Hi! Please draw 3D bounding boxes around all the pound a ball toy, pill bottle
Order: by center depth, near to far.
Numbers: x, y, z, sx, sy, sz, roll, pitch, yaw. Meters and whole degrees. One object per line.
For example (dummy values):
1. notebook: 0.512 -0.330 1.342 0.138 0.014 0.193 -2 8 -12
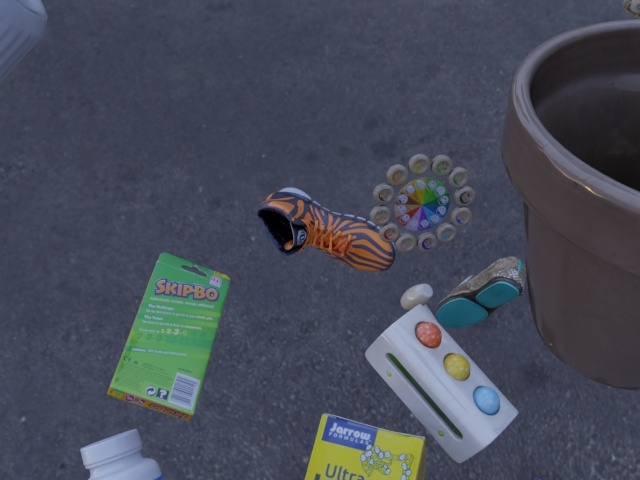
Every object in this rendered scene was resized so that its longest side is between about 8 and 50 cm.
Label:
1. pill bottle: -0.299 0.416 1.131 0.124 0.124 0.222 -20 83 3
2. pound a ball toy: 0.244 0.228 1.401 0.208 0.136 0.319 -28 71 -42

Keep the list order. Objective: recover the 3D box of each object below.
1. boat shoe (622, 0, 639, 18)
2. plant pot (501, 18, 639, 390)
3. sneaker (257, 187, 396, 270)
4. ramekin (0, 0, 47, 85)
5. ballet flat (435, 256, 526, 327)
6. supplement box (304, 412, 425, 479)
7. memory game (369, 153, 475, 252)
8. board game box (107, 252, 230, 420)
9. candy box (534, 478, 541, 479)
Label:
1. boat shoe: 0.538 -0.411 1.190 0.098 0.302 0.109 -43 3 11
2. plant pot: 0.262 -0.009 0.560 0.263 0.229 0.263 -1 44 1
3. sneaker: 0.000 0.000 1.587 0.321 0.125 0.180 24 24 12
4. ramekin: -0.371 -0.252 0.660 0.127 0.273 0.273 -36 48 2
5. ballet flat: 0.256 0.081 1.141 0.073 0.206 0.067 36 58 -10
6. supplement box: 0.091 0.490 1.406 0.194 0.356 0.195 10 65 14
7. memory game: 0.172 -0.059 1.220 0.186 0.186 0.012 -23 30 0
8. board game box: -0.222 0.137 1.104 0.124 0.039 0.259 22 47 -13
9. candy box: 0.433 0.601 1.209 0.122 0.317 0.268 -35 29 26
